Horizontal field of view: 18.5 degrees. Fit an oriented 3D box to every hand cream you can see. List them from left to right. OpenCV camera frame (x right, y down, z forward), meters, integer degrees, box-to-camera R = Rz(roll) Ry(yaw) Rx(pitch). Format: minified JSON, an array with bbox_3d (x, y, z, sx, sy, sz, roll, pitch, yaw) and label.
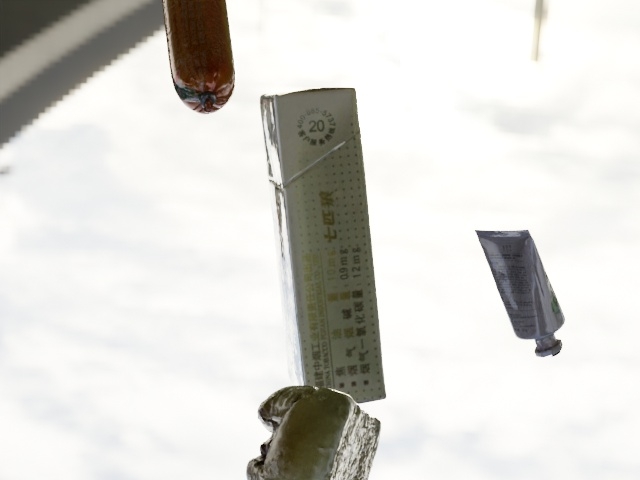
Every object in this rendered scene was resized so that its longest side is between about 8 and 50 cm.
[{"bbox_3d":[0.208,0.050,1.981,0.053,0.142,0.084,-31,-163,-32],"label":"hand cream"}]

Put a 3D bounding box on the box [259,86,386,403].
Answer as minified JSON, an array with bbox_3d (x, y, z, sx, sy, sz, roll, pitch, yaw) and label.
[{"bbox_3d":[0.001,0.000,2.123,0.095,0.330,0.210,-5,-175,-6],"label":"box"}]

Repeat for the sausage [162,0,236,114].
[{"bbox_3d":[-0.104,-0.209,1.613,0.053,0.053,0.348,1,-141,-8],"label":"sausage"}]

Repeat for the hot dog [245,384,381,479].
[{"bbox_3d":[-0.009,0.147,1.364,0.073,0.084,0.242,11,173,9],"label":"hot dog"}]
